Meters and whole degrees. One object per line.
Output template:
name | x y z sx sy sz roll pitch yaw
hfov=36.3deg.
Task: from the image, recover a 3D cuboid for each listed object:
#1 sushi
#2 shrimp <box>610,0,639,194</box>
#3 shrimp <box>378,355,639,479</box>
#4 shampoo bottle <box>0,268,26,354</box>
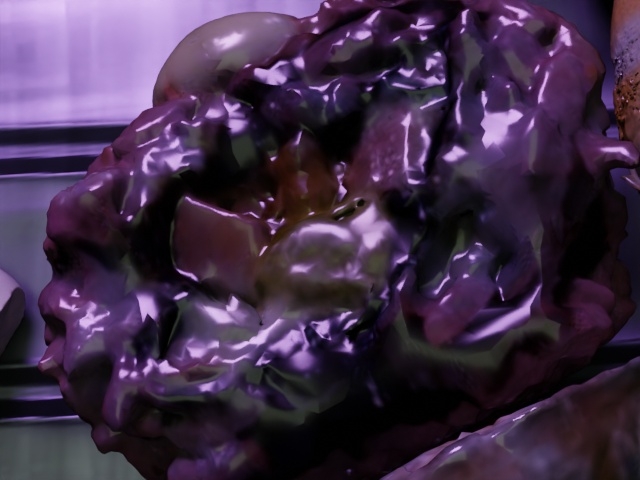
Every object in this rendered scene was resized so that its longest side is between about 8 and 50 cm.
sushi | 0.000 0.000 0.449 0.270 0.171 0.237 -26 80 -1
shrimp | 0.227 -0.088 0.481 0.287 0.068 0.185 -20 84 -39
shrimp | 0.163 0.093 0.425 0.445 0.221 0.110 -24 48 -14
shampoo bottle | -0.233 0.018 0.505 0.152 0.045 0.077 31 80 7
